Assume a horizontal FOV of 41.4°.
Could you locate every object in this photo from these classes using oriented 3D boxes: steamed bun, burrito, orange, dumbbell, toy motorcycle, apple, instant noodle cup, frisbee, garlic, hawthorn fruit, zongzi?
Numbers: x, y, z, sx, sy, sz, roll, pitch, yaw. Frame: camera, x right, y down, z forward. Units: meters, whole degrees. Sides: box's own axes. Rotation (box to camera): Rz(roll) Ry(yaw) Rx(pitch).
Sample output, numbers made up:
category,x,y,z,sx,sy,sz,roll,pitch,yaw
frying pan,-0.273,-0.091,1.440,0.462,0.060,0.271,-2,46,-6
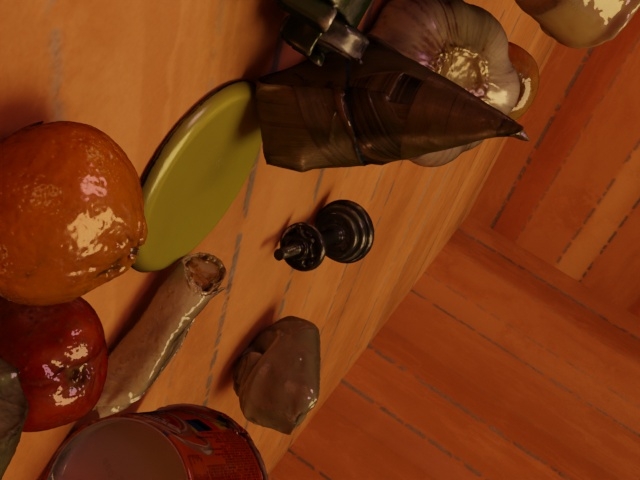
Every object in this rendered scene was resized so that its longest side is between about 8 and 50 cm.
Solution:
category,x,y,z,sx,sy,sz,roll,pitch,yaw
steamed bun,-0.086,0.243,1.528,0.211,0.144,0.217,118,-19,-55
burrito,-0.187,0.110,0.961,0.226,0.060,0.087,-52,178,-3
orange,-0.182,-0.017,0.580,0.135,0.118,0.135,-54,161,-28
dumbbell,0.000,0.000,1.357,0.254,0.110,0.110,-20,141,-60
toy motorcycle,0.016,-0.262,0.744,0.205,0.127,0.275,-59,174,12
apple,0.374,-0.335,1.806,0.182,0.183,0.155,-62,-164,18
instant noodle cup,-0.208,0.319,1.050,0.250,0.250,0.192,-56,160,-5
frisbee,-0.126,-0.063,0.901,0.236,0.017,0.236,-53,167,-19
garlic,0.133,-0.221,1.199,0.245,0.245,0.253,-55,-156,-10
hawthorn fruit,-0.227,0.093,0.682,0.128,0.128,0.128,-53,167,-18
zongzi,0.101,-0.159,0.916,0.260,0.289,0.122,-47,133,-56

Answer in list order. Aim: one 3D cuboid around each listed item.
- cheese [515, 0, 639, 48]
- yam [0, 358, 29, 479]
category,x,y,z,sx,sy,sz,roll,pitch,yaw
cheese,0.321,-0.389,1.016,0.384,0.104,0.383,-36,-143,33
yam,-0.303,0.190,0.536,0.268,0.161,0.161,-59,167,13
